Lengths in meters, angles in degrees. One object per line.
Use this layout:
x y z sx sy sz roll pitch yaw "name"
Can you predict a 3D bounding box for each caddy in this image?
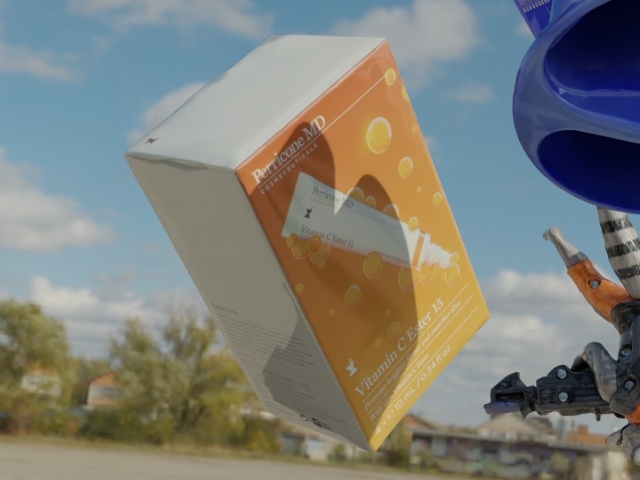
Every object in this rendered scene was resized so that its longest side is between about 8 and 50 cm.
0.316 -0.126 0.817 0.341 0.179 0.241 1 -40 9 "caddy"

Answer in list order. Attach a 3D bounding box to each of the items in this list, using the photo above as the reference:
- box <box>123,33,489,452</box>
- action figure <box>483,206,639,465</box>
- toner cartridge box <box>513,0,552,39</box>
0.000 0.000 1.080 0.168 0.215 0.345 12 -43 45 "box"
0.345 0.117 1.309 0.341 0.330 0.178 -14 -24 14 "action figure"
0.307 -0.293 1.275 0.075 0.348 0.165 -36 11 -21 "toner cartridge box"
